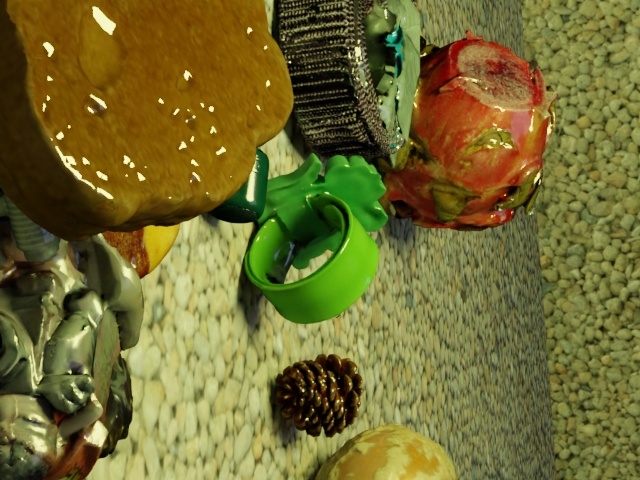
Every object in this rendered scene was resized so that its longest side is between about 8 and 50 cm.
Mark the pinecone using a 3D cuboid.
[{"bbox_3d":[0.000,0.176,1.556,0.109,0.102,0.102,10,78,-63],"label":"pinecone"}]

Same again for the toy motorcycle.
[{"bbox_3d":[-0.211,0.018,0.888,0.207,0.134,0.401,-74,157,-57],"label":"toy motorcycle"}]

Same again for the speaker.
[{"bbox_3d":[-0.097,-0.061,1.374,0.094,0.060,0.075,19,66,-33],"label":"speaker"}]

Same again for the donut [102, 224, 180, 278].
[{"bbox_3d":[-0.176,-0.042,1.082,0.184,0.073,0.166,-62,146,-55],"label":"donut"}]

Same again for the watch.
[{"bbox_3d":[0.000,0.000,1.471,0.131,0.165,0.152,55,17,-40],"label":"watch"}]

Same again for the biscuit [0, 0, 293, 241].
[{"bbox_3d":[-0.142,-0.156,0.857,0.359,0.074,0.381,47,33,-30],"label":"biscuit"}]

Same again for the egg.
[{"bbox_3d":[0.077,0.337,1.636,0.195,0.195,0.233,56,33,-58],"label":"egg"}]

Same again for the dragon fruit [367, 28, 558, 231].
[{"bbox_3d":[0.189,-0.136,1.954,0.291,0.269,0.250,119,-17,-44],"label":"dragon fruit"}]

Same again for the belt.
[{"bbox_3d":[0.039,-0.249,1.687,0.260,0.122,0.325,62,29,-42],"label":"belt"}]
